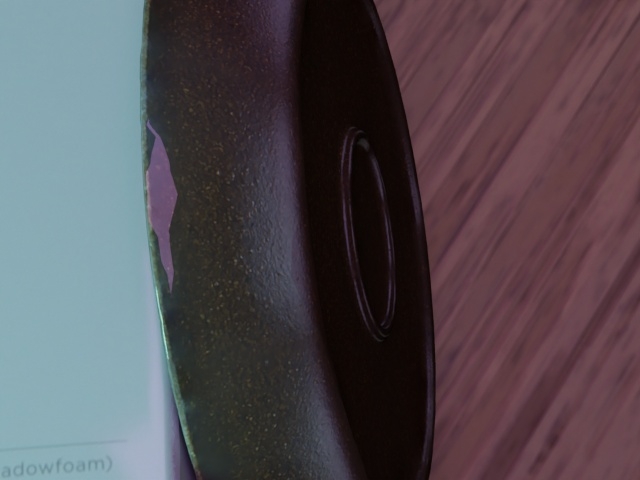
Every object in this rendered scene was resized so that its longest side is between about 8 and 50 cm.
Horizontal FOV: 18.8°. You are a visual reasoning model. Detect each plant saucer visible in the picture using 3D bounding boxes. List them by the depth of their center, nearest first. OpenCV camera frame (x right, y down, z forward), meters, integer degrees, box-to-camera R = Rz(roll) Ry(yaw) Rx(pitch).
[{"bbox_3d":[0.000,0.000,0.783,0.050,0.310,0.311,-8,72,12],"label":"plant saucer"}]

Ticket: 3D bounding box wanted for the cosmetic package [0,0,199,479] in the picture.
[{"bbox_3d":[-0.107,0.072,0.773,0.161,0.230,0.453,-6,73,9],"label":"cosmetic package"}]
